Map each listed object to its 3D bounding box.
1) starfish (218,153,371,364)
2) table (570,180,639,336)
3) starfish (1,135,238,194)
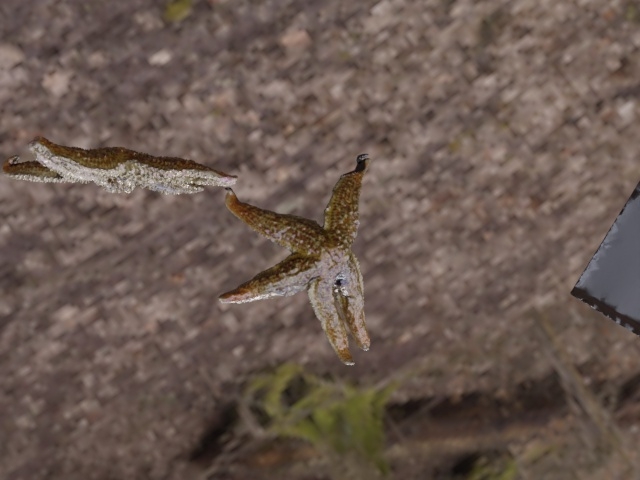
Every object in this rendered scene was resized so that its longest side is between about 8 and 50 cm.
[{"bbox_3d":[0.000,-0.001,1.019,0.130,0.133,0.041,-61,-168,-5],"label":"starfish"},{"bbox_3d":[0.344,-0.004,1.372,0.193,0.172,0.169,-61,170,15],"label":"table"},{"bbox_3d":[-0.191,-0.069,1.574,0.240,0.043,0.227,5,179,20],"label":"starfish"}]
